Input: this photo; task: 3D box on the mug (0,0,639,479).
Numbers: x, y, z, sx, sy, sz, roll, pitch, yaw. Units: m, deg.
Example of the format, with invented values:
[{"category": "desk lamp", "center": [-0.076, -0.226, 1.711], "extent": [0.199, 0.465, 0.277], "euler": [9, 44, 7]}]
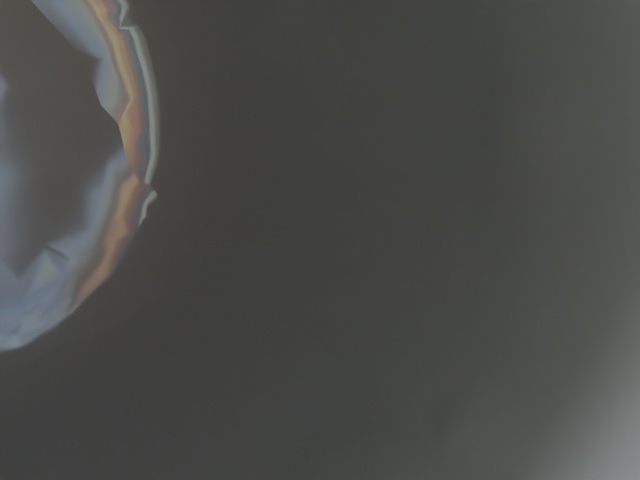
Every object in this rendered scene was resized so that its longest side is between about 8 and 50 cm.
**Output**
[{"category": "mug", "center": [-0.058, 0.022, 0.465], "extent": [0.328, 0.276, 0.374], "euler": [11, 114, 63]}]
